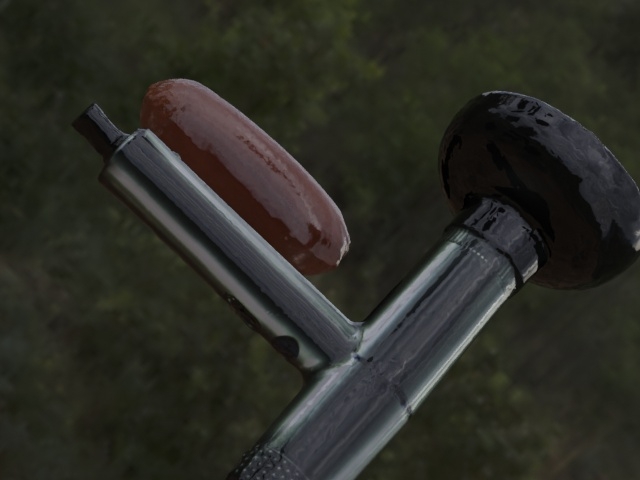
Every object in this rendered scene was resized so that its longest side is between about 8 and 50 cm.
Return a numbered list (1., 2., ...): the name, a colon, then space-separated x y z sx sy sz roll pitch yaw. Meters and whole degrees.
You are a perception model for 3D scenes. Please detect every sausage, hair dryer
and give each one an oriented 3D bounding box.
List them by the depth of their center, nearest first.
1. hair dryer: 0.017 -0.013 1.097 0.284 0.320 0.155 59 -26 -12
2. sausage: -0.057 -0.048 1.309 0.194 0.077 0.077 43 12 1
